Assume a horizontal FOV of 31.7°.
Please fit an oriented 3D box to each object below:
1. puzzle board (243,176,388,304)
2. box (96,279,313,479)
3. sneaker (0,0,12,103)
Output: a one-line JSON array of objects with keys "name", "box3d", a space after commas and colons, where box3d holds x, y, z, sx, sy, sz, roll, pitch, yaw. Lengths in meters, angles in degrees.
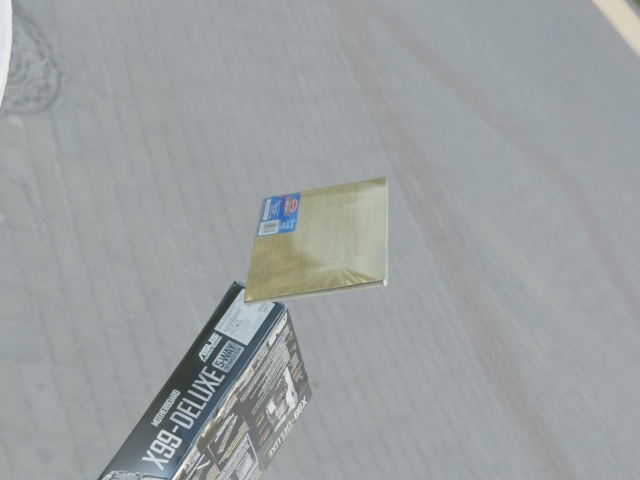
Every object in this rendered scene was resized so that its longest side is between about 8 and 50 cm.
[{"name": "puzzle board", "box3d": [0.000, 0.000, 0.791, 0.128, 0.096, 0.011, -84, 162, -55]}, {"name": "box", "box3d": [-0.127, 0.236, 1.318, 0.076, 0.307, 0.242, 23, -26, 21]}, {"name": "sneaker", "box3d": [-0.213, -0.058, 0.531, 0.094, 0.212, 0.080, 9, 12, -42]}]
